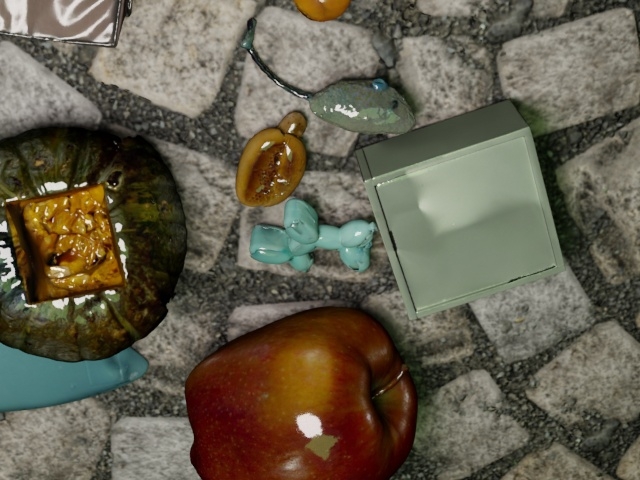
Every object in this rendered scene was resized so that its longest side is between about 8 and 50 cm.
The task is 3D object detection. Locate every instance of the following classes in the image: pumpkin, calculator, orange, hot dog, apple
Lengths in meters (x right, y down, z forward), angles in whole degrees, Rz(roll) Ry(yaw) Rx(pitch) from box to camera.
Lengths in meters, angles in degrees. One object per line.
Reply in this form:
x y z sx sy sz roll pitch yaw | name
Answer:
-0.325 0.005 1.405 0.320 0.192 0.320 -1 93 -11 | pumpkin
-0.455 0.135 1.566 0.386 0.054 0.256 -5 116 2 | calculator
0.002 -0.314 1.365 0.083 0.083 0.083 -2 116 -4 | orange
-0.064 -0.108 1.475 0.089 0.060 0.140 11 121 -14 | hot dog
-0.022 0.239 1.526 0.316 0.288 0.288 -13 118 21 | apple

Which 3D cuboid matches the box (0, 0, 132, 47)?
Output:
-0.343 -0.343 1.283 0.252 0.153 0.188 8 116 -10 | box

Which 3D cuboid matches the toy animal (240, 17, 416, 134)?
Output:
0.006 -0.198 1.438 0.253 0.070 0.079 23 77 -2 | toy animal

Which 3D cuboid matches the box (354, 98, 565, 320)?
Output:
0.190 -0.042 1.493 0.225 0.117 0.225 -18 117 4 | box

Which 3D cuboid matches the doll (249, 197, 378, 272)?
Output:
0.000 0.000 1.512 0.158 0.059 0.159 25 141 -32 | doll
